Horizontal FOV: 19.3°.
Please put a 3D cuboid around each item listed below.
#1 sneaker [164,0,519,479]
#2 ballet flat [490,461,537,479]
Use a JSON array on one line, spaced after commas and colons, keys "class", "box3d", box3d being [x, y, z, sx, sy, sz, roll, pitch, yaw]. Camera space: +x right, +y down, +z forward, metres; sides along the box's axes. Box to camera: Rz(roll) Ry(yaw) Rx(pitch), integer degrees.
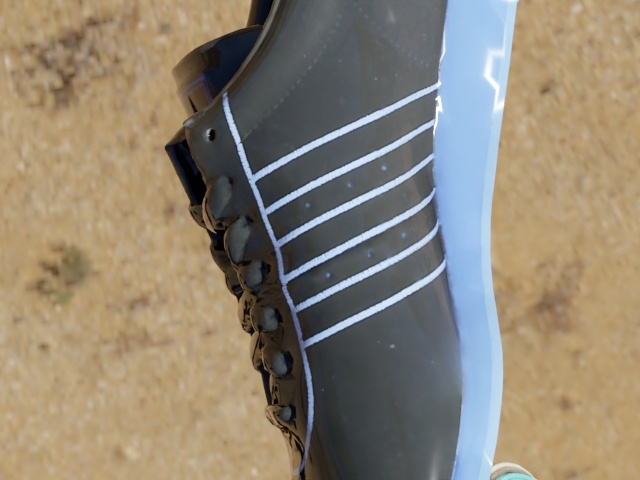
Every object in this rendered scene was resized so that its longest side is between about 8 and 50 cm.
[{"class": "sneaker", "box3d": [0.000, 0.000, 0.523, 0.090, 0.232, 0.081, 7, 168, -12]}, {"class": "ballet flat", "box3d": [0.145, 0.224, 1.388, 0.086, 0.086, 0.248, -32, 139, 14]}]
